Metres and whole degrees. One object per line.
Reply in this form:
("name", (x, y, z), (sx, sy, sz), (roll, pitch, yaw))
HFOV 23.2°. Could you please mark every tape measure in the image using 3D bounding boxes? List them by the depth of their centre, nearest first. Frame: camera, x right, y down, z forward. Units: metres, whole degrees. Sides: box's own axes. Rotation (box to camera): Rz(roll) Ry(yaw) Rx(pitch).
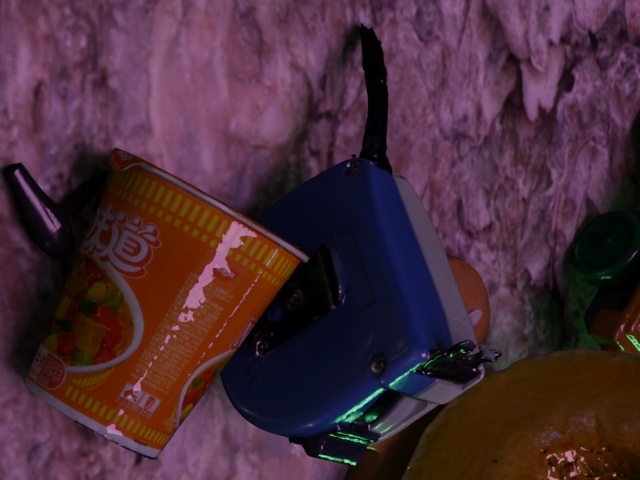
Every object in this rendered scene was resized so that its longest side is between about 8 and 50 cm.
("tape measure", (0.000, 0.000, 1.243), (0.098, 0.215, 0.351), (23, 40, -42))

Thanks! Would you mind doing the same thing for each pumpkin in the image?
("pumpkin", (0.232, 0.279, 1.341), (0.332, 0.332, 0.199), (-39, 141, -28))

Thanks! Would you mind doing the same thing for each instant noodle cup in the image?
("instant noodle cup", (-0.124, 0.052, 1.137), (0.168, 0.168, 0.185), (33, 84, -40))

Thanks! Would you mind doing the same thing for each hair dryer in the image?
("hair dryer", (-0.189, -0.037, 1.141), (0.083, 0.031, 0.079), (-49, 125, -40))

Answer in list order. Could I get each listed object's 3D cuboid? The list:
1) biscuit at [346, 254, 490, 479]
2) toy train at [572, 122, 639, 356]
("biscuit", (0.090, 0.181, 1.412), (0.216, 0.047, 0.339), (15, 89, -43))
("toy train", (0.413, 0.000, 1.517), (0.178, 0.249, 0.429), (44, 71, -37))
